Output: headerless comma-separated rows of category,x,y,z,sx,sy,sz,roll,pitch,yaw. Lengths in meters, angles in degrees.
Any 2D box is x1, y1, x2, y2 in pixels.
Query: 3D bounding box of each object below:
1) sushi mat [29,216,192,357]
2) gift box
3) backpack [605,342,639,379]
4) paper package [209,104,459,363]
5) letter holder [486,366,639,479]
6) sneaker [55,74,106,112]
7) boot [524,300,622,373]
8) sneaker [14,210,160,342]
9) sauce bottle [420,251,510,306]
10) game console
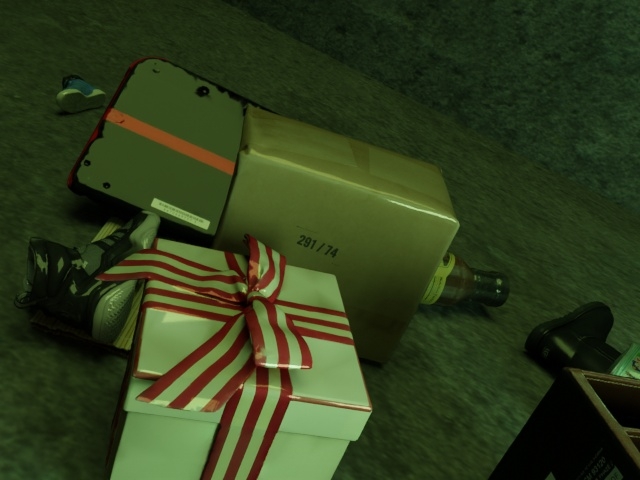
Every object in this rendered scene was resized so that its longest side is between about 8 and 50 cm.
sushi mat,-0.302,0.058,0.973,0.151,0.019,0.316,17,28,-6
gift box,-0.114,0.153,0.678,0.276,0.258,0.255,11,29,-21
backpack,0.496,0.257,0.920,0.191,0.253,0.225,38,35,26
paper package,0.000,0.000,0.975,0.325,0.309,0.168,15,32,-10
letter holder,0.295,0.302,0.651,0.214,0.302,0.152,12,29,-19
sneaker,-0.568,-0.337,1.446,0.084,0.058,0.152,32,25,8
boot,0.533,0.221,1.186,0.246,0.094,0.207,-10,37,-35
sneaker,-0.321,0.022,0.891,0.153,0.101,0.268,17,31,-10
sauce bottle,0.199,0.068,1.215,0.344,0.111,0.111,11,29,-21
game console,-0.219,-0.150,1.182,0.386,0.060,0.342,23,59,-14
